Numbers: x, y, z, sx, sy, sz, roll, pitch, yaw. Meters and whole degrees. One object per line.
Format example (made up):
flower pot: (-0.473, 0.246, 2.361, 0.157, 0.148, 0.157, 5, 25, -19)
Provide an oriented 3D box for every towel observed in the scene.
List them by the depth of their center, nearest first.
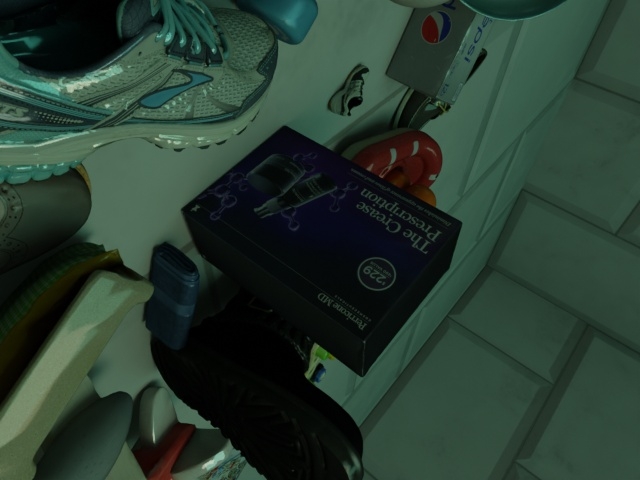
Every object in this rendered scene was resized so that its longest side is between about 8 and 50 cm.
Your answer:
towel: (-0.172, 0.067, 0.581, 0.029, 0.067, 0.119, -22, 139, -50)

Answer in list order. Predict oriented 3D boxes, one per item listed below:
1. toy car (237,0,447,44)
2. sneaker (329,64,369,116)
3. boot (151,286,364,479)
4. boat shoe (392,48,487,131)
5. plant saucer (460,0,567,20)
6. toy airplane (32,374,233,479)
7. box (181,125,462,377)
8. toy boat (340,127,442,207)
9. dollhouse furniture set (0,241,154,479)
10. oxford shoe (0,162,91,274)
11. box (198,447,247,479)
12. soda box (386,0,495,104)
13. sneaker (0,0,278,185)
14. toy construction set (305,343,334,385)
toy car: (0.050, -0.262, 0.377, 0.219, 0.238, 0.210, -59, 157, 4)
sneaker: (0.050, -0.208, 0.700, 0.083, 0.037, 0.032, -55, 155, -7)
boot: (-0.026, 0.142, 0.645, 0.260, 0.348, 0.131, -30, 128, -38)
boat shoe: (0.216, -0.272, 0.901, 0.227, 0.069, 0.081, -55, 157, -5)
plant saucer: (0.257, -0.446, 0.613, 0.318, 0.043, 0.317, -9, 121, -16)
toy airplane: (-0.227, 0.359, 0.578, 0.386, 0.272, 0.384, 35, 66, -50)
box: (0.000, 0.000, 0.585, 0.184, 0.261, 0.103, -47, 155, -23)
toy boat: (0.130, -0.091, 0.832, 0.231, 0.151, 0.151, -27, 149, -38)
dollhouse furniture set: (-0.276, 0.101, 0.329, 0.151, 0.197, 0.301, 39, 73, -33)
oxford shoe: (-0.274, 0.038, 0.261, 0.364, 0.133, 0.130, -32, 146, -45)
box: (-0.228, 0.480, 1.025, 0.159, 0.044, 0.233, -59, 157, 5)
soda box: (0.214, -0.361, 0.748, 0.091, 0.098, 0.286, -9, 128, -57)
sneaker: (-0.118, -0.127, 0.339, 0.283, 0.110, 0.122, -35, 173, -42)
toy construction set: (0.012, 0.185, 1.011, 0.328, 0.151, 0.215, -25, 143, -33)
